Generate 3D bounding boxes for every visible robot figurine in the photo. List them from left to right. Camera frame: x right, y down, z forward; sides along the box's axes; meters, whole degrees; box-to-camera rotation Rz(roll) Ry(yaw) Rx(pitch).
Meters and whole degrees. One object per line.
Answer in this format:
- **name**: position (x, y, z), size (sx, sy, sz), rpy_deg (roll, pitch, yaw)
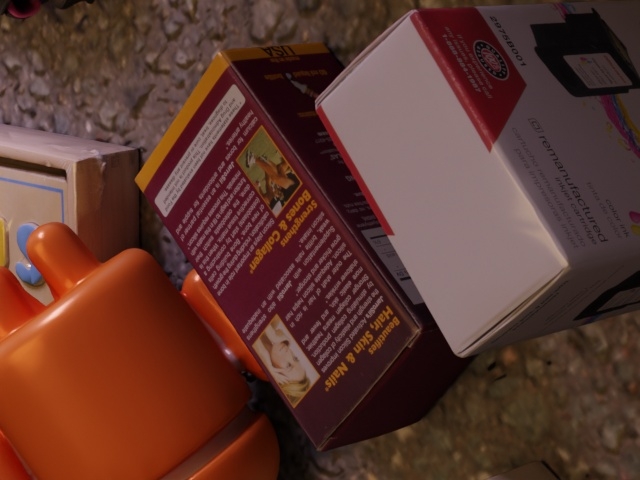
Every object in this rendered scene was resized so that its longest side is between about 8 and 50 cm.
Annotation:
- **robot figurine**: position (-0.106, 0.092, 1.074), size (0.219, 0.158, 0.128), rpy_deg (55, 139, -4)

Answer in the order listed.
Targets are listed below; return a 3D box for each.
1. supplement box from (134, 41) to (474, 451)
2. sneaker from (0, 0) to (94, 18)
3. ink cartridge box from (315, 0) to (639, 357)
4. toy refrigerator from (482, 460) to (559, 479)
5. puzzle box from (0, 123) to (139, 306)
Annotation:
- **supplement box**: position (0.000, 0.000, 1.000), size (0.188, 0.080, 0.104), rpy_deg (55, 130, 22)
- **sneaker**: position (-0.199, -0.172, 1.171), size (0.178, 0.072, 0.077), rpy_deg (12, 118, 48)
- **ink cartridge box**: position (0.102, -0.033, 0.829), size (0.072, 0.175, 0.127), rpy_deg (-43, 69, 38)
- **toy refrigerator**: position (0.042, 0.237, 0.994), size (0.094, 0.102, 0.269), rpy_deg (49, 129, 26)
- **puzzle box**: position (-0.269, 0.048, 1.294), size (0.409, 0.052, 0.272), rpy_deg (11, 105, 43)
